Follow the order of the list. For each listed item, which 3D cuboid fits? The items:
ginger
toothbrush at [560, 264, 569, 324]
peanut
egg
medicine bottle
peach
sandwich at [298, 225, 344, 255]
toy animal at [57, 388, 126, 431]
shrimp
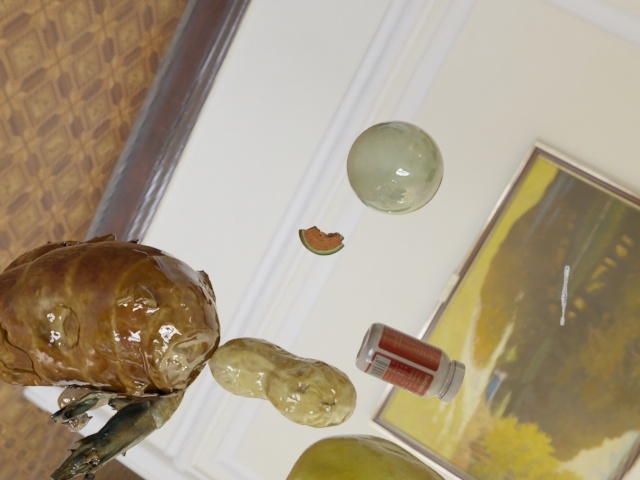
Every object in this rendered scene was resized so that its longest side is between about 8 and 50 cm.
[{"bbox_3d":[-0.274,0.077,0.846,0.254,0.419,0.176,-42,120,-52],"label":"ginger"},{"bbox_3d":[0.496,0.112,1.380,0.013,0.011,0.131,-74,164,-70],"label":"toothbrush"},{"bbox_3d":[-0.057,0.204,0.992,0.098,0.230,0.103,-63,156,-27],"label":"peanut"},{"bbox_3d":[0.145,-0.143,1.337,0.186,0.187,0.253,-60,-167,1],"label":"egg"},{"bbox_3d":[0.219,0.302,1.672,0.131,0.250,0.131,-157,-90,-90],"label":"medicine bottle"},{"bbox_3d":[0.090,0.495,1.190,0.281,0.316,0.314,-37,117,-53],"label":"peach"},{"bbox_3d":[-0.002,0.001,1.657,0.135,0.029,0.067,17,97,-33],"label":"sandwich"},{"bbox_3d":[-0.453,0.317,1.417,0.188,0.089,0.179,-11,128,-39],"label":"toy animal"},{"bbox_3d":[-0.273,0.229,0.868,0.217,0.150,0.051,-38,126,-52],"label":"shrimp"}]
